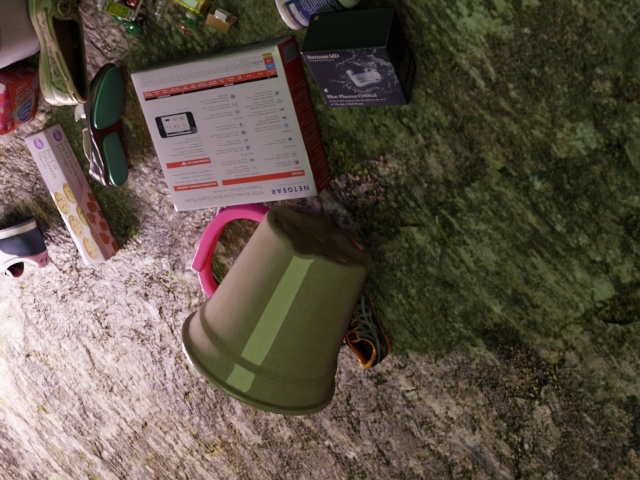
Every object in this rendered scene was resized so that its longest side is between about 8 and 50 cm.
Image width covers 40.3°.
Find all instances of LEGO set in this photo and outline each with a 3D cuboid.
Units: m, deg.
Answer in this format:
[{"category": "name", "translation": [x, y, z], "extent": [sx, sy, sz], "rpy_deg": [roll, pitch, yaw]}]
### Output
[{"category": "LEGO set", "translation": [-0.307, -0.437, 1.624], "extent": [0.287, 0.132, 0.107], "rpy_deg": [20, 107, -29]}]

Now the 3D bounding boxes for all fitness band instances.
[{"category": "fitness band", "translation": [-0.162, 0.046, 1.871], "extent": [0.209, 0.054, 0.291], "rpy_deg": [31, 124, 5]}]

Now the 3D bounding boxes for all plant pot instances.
[{"category": "plant pot", "translation": [-0.061, 0.112, 1.686], "extent": [0.334, 0.334, 0.305], "rpy_deg": [29, 111, 7]}]

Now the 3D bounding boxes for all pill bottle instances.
[{"category": "pill bottle", "translation": [0.013, -0.440, 1.523], "extent": [0.169, 0.094, 0.094], "rpy_deg": [-16, 108, 29]}]

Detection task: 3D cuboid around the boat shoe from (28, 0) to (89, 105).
[{"category": "boat shoe", "translation": [-0.508, -0.413, 1.736], "extent": [0.089, 0.104, 0.285], "rpy_deg": [5, 107, 30]}]

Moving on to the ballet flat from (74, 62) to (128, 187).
[{"category": "ballet flat", "translation": [-0.468, -0.242, 1.834], "extent": [0.096, 0.095, 0.280], "rpy_deg": [18, 121, 24]}]

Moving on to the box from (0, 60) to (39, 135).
[{"category": "box", "translation": [-0.750, -0.344, 1.881], "extent": [0.257, 0.122, 0.128], "rpy_deg": [25, 123, 10]}]

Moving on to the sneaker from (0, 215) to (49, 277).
[{"category": "sneaker", "translation": [-0.791, 0.044, 2.104], "extent": [0.319, 0.112, 0.131], "rpy_deg": [-15, 106, 30]}]

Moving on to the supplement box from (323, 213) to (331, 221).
[{"category": "supplement box", "translation": [0.000, 0.000, 1.787], "extent": [0.062, 0.036, 0.098], "rpy_deg": [-10, 111, 27]}]

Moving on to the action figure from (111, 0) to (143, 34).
[{"category": "action figure", "translation": [-0.393, -0.504, 1.665], "extent": [0.063, 0.137, 0.232], "rpy_deg": [-8, 121, 13]}]

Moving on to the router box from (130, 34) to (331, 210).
[{"category": "router box", "translation": [-0.176, -0.223, 1.722], "extent": [0.335, 0.082, 0.301], "rpy_deg": [-4, 114, 25]}]

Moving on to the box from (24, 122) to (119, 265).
[{"category": "box", "translation": [-0.556, -0.100, 1.958], "extent": [0.067, 0.063, 0.324], "rpy_deg": [-12, 110, 26]}]

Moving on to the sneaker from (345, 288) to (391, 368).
[{"category": "sneaker", "translation": [0.074, 0.171, 1.816], "extent": [0.084, 0.083, 0.215], "rpy_deg": [-27, 101, 33]}]

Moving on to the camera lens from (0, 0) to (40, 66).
[{"category": "camera lens", "translation": [-0.692, -0.437, 1.714], "extent": [0.219, 0.274, 0.219], "rpy_deg": [12, 121, 21]}]

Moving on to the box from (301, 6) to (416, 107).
[{"category": "box", "translation": [0.070, -0.315, 1.522], "extent": [0.156, 0.093, 0.158], "rpy_deg": [1, 150, 23]}]
